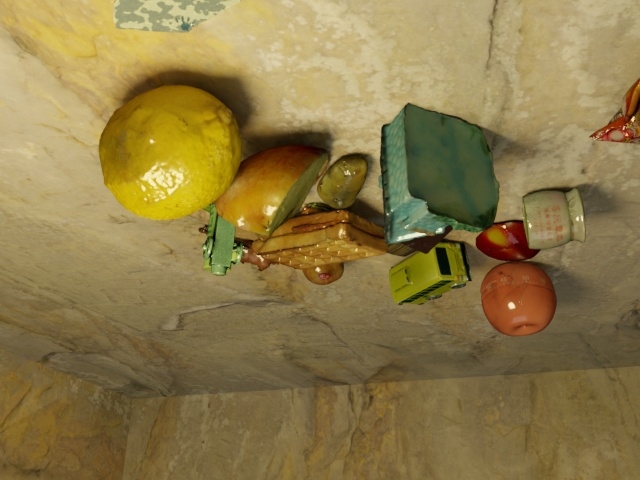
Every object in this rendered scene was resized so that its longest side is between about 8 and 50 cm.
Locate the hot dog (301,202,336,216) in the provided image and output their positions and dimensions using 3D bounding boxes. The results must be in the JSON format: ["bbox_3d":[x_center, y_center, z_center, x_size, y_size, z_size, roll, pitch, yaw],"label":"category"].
[{"bbox_3d":[0.006,-0.073,1.818,0.133,0.041,0.056,11,162,-31],"label":"hot dog"}]

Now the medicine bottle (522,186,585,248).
[{"bbox_3d":[0.587,-0.055,1.703,0.143,0.147,0.147,-7,153,14],"label":"medicine bottle"}]

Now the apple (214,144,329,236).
[{"bbox_3d":[-0.098,-0.119,1.515,0.254,0.179,0.346,-7,-170,15],"label":"apple"}]

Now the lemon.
[{"bbox_3d":[-0.294,-0.175,1.349,0.322,0.268,0.268,-16,150,42],"label":"lemon"}]

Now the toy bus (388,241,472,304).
[{"bbox_3d":[0.322,0.104,2.050,0.150,0.128,0.262,2,157,-29],"label":"toy bus"}]

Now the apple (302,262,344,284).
[{"bbox_3d":[0.007,0.075,2.038,0.126,0.126,0.102,-9,111,20],"label":"apple"}]

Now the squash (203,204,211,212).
[{"bbox_3d":[-0.293,-0.084,1.813,0.027,0.027,0.089,-10,156,22],"label":"squash"}]

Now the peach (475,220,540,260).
[{"bbox_3d":[0.556,0.026,1.969,0.189,0.068,0.279,-13,152,31],"label":"peach"}]

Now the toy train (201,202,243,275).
[{"bbox_3d":[-0.242,-0.033,1.682,0.105,0.253,0.157,9,168,-18],"label":"toy train"}]

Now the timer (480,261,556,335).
[{"bbox_3d":[0.621,0.181,2.129,0.230,0.214,0.229,-3,150,-2],"label":"timer"}]

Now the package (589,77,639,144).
[{"bbox_3d":[0.695,-0.269,1.306,0.288,0.108,0.223,-3,150,-9],"label":"package"}]

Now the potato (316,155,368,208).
[{"bbox_3d":[0.055,-0.137,1.625,0.105,0.085,0.188,5,150,-22],"label":"potato"}]

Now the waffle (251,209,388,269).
[{"bbox_3d":[0.000,0.000,1.834,0.328,0.098,0.224,-12,161,37],"label":"waffle"}]

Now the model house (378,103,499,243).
[{"bbox_3d":[0.220,-0.107,1.472,0.226,0.261,0.241,14,151,-24],"label":"model house"}]

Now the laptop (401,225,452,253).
[{"bbox_3d":[0.292,-0.055,1.781,0.154,0.026,0.207,21,128,-28],"label":"laptop"}]

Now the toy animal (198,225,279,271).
[{"bbox_3d":[-0.238,0.024,2.003,0.224,0.066,0.229,18,166,9],"label":"toy animal"}]

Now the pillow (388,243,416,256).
[{"bbox_3d":[0.194,0.005,1.970,0.203,0.038,0.113,15,153,-25],"label":"pillow"}]

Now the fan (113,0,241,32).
[{"bbox_3d":[-0.255,-0.404,1.159,0.240,0.009,0.131,-6,153,15],"label":"fan"}]
